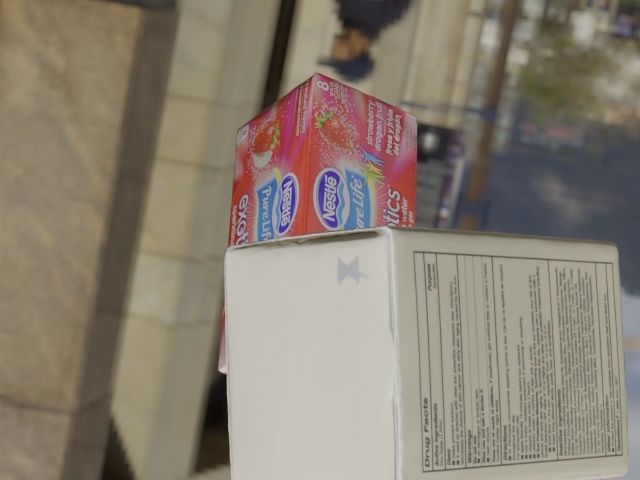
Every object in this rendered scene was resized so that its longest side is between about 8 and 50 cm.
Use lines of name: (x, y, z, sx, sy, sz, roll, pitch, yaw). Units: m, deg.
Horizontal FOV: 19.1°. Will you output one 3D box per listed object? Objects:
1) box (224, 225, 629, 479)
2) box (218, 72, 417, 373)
box: (0.067, 0.073, 1.123, 0.127, 0.149, 0.232, -6, 174, 41)
box: (0.000, 0.000, 1.680, 0.122, 0.257, 0.128, 22, 145, -29)
